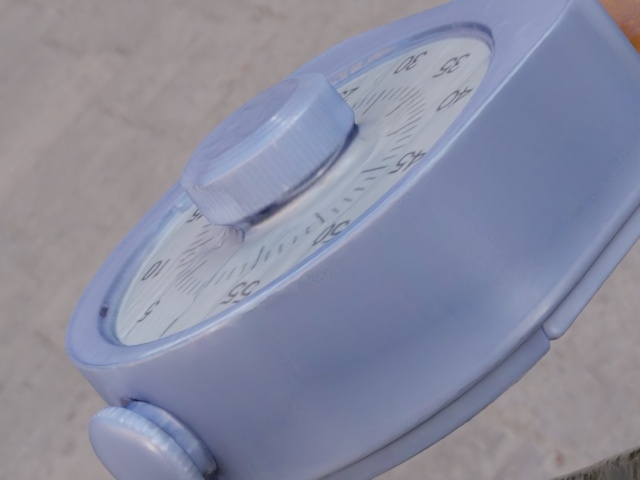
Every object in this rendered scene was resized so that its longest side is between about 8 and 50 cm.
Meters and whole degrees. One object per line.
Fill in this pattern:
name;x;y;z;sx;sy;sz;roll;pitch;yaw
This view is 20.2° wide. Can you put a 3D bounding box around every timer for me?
timer;0.000;0.000;1.093;0.395;0.173;0.395;-34;18;13

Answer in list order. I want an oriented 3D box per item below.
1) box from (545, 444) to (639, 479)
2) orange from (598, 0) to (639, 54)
box;0.228;0.167;0.912;0.273;0.184;0.143;123;138;-74
orange;0.258;-0.156;1.309;0.284;0.226;0.284;-11;23;5
